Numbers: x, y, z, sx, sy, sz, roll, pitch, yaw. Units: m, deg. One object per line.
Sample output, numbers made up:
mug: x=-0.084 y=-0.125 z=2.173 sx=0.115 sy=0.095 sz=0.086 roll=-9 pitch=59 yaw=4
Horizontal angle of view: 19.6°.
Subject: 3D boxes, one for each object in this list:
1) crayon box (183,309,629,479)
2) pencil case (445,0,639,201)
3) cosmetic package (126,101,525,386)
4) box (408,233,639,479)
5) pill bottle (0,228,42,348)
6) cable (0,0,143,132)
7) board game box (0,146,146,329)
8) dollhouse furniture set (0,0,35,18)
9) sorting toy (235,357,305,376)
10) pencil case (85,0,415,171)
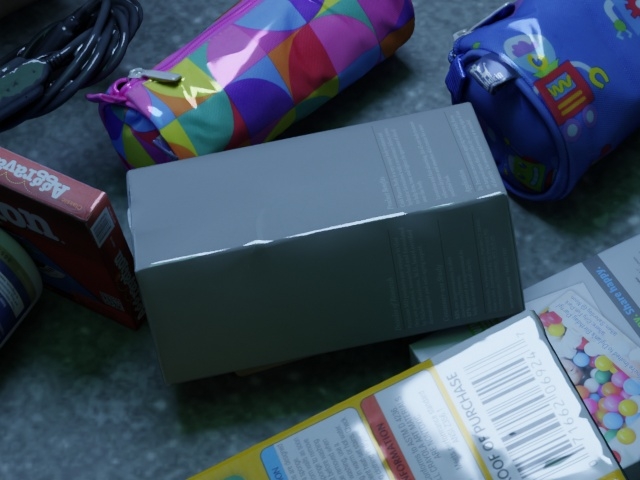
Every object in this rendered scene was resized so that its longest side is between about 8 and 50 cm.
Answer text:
crayon box: x=0.024 y=0.201 z=1.045 sx=0.323 sy=0.083 sz=0.203 roll=-26 pitch=55 yaw=-1
pencil case: x=0.214 y=-0.159 z=1.286 sx=0.306 sy=0.119 sz=0.133 roll=-40 pitch=83 yaw=-23
cosmetic package: x=0.000 y=0.000 z=1.183 sx=0.238 sy=0.107 sz=0.127 roll=-13 pitch=34 yaw=2
box: x=0.170 y=0.087 z=1.164 sx=0.186 sy=0.038 sz=0.145 roll=-25 pitch=55 yaw=-11
pill bottle: x=-0.262 y=0.067 z=1.184 sx=0.094 sy=0.094 sz=0.169 roll=22 pitch=59 yaw=20
cable: x=-0.203 y=-0.114 z=1.296 sx=0.184 sy=0.047 sz=0.150 roll=-36 pitch=14 yaw=-12
board game box: x=-0.247 y=-0.036 z=1.226 sx=0.281 sy=0.145 sz=0.027 roll=23 pitch=65 yaw=21
dollhouse furniture set: x=-0.233 y=-0.370 z=1.306 sx=0.394 sy=0.362 sz=0.256 roll=-32 pitch=75 yaw=-35
sorting toy: x=-0.050 y=0.059 z=1.220 sx=0.083 sy=0.012 sz=0.062 roll=-16 pitch=54 yaw=-7
pencil case: x=-0.045 y=-0.121 z=1.294 sx=0.236 sy=0.104 sz=0.104 roll=-37 pitch=59 yaw=-23
